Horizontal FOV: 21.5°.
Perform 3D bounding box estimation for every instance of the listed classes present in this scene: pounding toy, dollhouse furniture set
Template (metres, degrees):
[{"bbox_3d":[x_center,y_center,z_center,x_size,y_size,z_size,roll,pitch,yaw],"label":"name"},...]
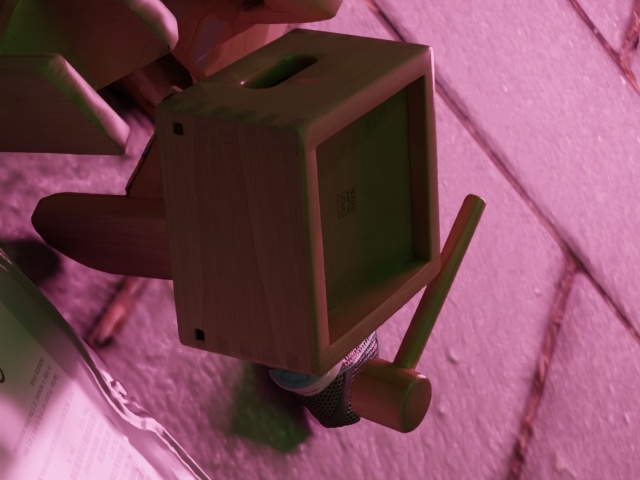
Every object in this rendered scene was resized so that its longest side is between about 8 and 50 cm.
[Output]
[{"bbox_3d":[0.005,0.002,0.866,0.181,0.094,0.206,-37,131,-50],"label":"pounding toy"},{"bbox_3d":[-0.155,-0.228,0.915,0.394,0.256,0.362,46,59,-44],"label":"dollhouse furniture set"}]

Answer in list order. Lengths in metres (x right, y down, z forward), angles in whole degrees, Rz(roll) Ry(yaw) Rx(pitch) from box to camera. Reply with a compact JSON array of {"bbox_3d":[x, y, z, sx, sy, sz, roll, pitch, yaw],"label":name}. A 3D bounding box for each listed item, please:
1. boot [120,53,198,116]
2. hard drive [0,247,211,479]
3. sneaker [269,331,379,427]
[{"bbox_3d":[-0.086,-0.233,1.147,0.236,0.089,0.269,56,35,-8],"label":"boot"},{"bbox_3d":[-0.135,0.124,0.781,0.339,0.064,0.237,51,15,-16],"label":"hard drive"},{"bbox_3d":[0.011,0.056,1.109,0.076,0.065,0.166,60,33,-34],"label":"sneaker"}]
